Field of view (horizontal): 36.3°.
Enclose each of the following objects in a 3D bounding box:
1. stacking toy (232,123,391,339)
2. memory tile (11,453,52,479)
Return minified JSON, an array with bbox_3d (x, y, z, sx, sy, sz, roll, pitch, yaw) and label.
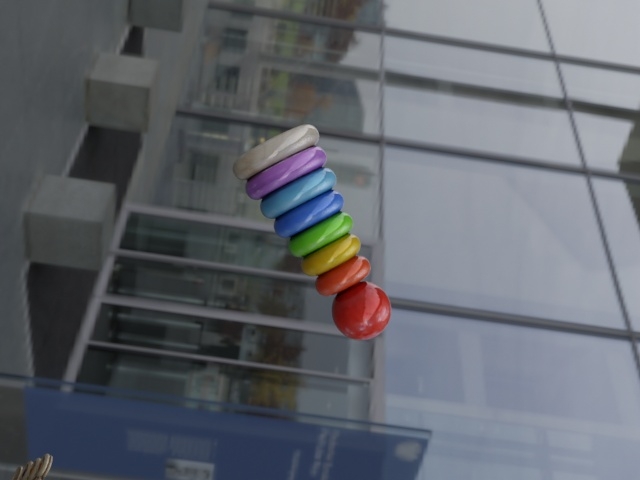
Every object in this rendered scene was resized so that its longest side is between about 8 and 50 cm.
[{"bbox_3d":[0.000,0.000,1.464,0.330,0.141,0.141,63,-3,-1],"label":"stacking toy"},{"bbox_3d":[-0.438,0.375,1.436,0.148,0.012,0.113,-32,-143,49],"label":"memory tile"}]
